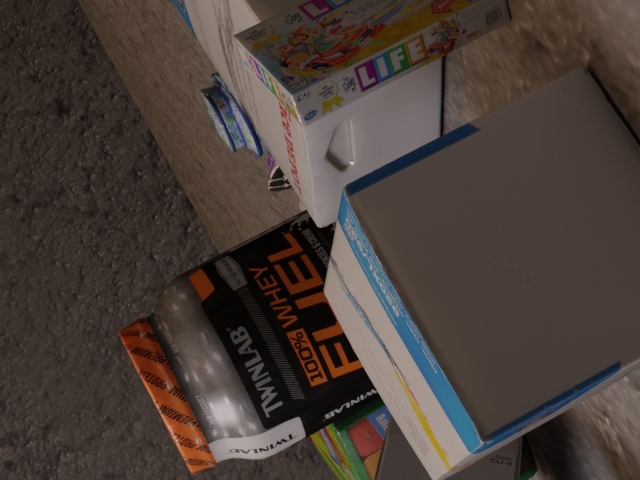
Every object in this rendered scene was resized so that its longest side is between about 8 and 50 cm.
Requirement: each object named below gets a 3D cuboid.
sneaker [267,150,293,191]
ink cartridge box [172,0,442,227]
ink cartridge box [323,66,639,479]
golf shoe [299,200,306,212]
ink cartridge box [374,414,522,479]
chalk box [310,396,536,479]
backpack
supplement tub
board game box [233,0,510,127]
[{"bbox_3d":[-0.037,-0.121,1.531,0.170,0.068,0.071,96,161,-58],"label":"sneaker"},{"bbox_3d":[-0.029,-0.199,1.029,0.307,0.129,0.223,57,169,27],"label":"ink cartridge box"},{"bbox_3d":[0.116,0.035,0.799,0.168,0.171,0.232,60,169,13],"label":"ink cartridge box"},{"bbox_3d":[0.000,0.000,1.526,0.198,0.094,0.077,52,167,53],"label":"golf shoe"},{"bbox_3d":[0.112,0.272,1.141,0.127,0.128,0.176,-68,-18,-58],"label":"ink cartridge box"},{"bbox_3d":[0.094,0.192,1.306,0.180,0.179,0.289,66,170,-23],"label":"chalk box"},{"bbox_3d":[-0.098,-0.163,1.612,0.114,0.084,0.105,47,164,47],"label":"backpack"},{"bbox_3d":[-0.017,0.080,1.175,0.193,0.316,0.193,58,169,18],"label":"supplement tub"},{"bbox_3d":[0.032,-0.139,0.814,0.103,0.154,0.026,49,164,51],"label":"board game box"}]
